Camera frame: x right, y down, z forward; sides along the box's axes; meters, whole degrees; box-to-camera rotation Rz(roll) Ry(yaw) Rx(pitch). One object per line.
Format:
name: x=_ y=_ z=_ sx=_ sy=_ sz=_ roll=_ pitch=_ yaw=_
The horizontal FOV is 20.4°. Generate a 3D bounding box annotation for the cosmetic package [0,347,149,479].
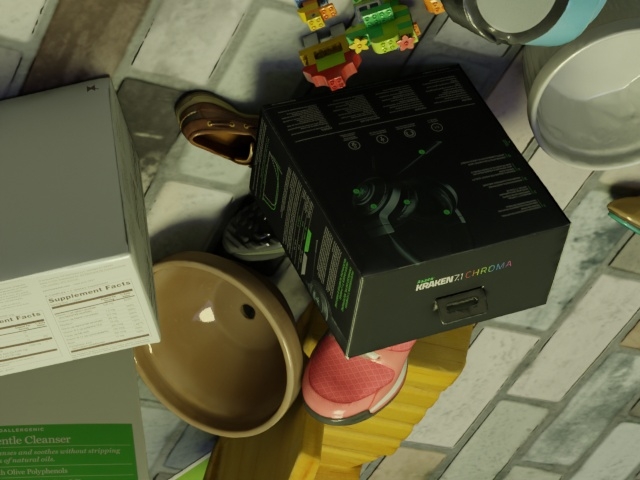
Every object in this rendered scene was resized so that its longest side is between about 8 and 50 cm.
cosmetic package: x=-0.308 y=0.186 z=2.002 sx=0.197 sy=0.365 sz=0.155 roll=-1 pitch=139 yaw=-15

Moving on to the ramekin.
ramekin: x=0.317 y=-0.186 z=1.932 sx=0.207 sy=0.109 sz=0.207 roll=-7 pitch=139 yaw=-6

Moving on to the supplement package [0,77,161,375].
supplement package: x=-0.291 y=-0.015 z=1.863 sx=0.204 sy=0.262 sz=0.145 roll=-12 pitch=138 yaw=1

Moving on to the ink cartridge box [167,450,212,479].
ink cartridge box: x=-0.117 y=0.410 z=2.508 sx=0.189 sy=0.097 sz=0.255 roll=-35 pitch=99 yaw=24

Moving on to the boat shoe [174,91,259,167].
boat shoe: x=-0.079 y=-0.106 z=1.963 sx=0.178 sy=0.060 sz=0.064 roll=18 pitch=130 yaw=-29

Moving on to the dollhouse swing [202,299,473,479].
dollhouse swing: x=0.026 y=0.288 z=2.239 sx=0.315 sy=0.305 sz=0.347 roll=13 pitch=131 yaw=-25

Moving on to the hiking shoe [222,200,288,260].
hiking shoe: x=0.000 y=0.000 z=2.075 sx=0.227 sy=0.086 sz=0.114 roll=-12 pitch=137 yaw=-6

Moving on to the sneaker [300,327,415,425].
sneaker: x=0.075 y=0.071 z=2.056 sx=0.314 sy=0.116 sz=0.136 roll=-51 pitch=155 yaw=-24

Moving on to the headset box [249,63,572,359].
headset box: x=0.094 y=-0.031 z=1.881 sx=0.246 sy=0.283 sz=0.131 roll=-15 pitch=141 yaw=-22

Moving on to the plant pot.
plant pot: x=-0.110 y=0.106 z=2.116 sx=0.237 sy=0.110 sz=0.237 roll=16 pitch=124 yaw=25

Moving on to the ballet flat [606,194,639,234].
ballet flat: x=0.440 y=-0.018 z=2.186 sx=0.232 sy=0.080 sz=0.073 roll=27 pitch=97 yaw=-38

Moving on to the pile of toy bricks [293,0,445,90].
pile of toy bricks: x=0.070 y=-0.230 z=1.829 sx=0.212 sy=0.105 sz=0.118 roll=-20 pitch=137 yaw=9

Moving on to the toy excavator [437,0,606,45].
toy excavator: x=0.301 y=-0.381 z=1.585 sx=0.445 sy=0.222 sz=0.432 roll=2 pitch=109 yaw=-24
